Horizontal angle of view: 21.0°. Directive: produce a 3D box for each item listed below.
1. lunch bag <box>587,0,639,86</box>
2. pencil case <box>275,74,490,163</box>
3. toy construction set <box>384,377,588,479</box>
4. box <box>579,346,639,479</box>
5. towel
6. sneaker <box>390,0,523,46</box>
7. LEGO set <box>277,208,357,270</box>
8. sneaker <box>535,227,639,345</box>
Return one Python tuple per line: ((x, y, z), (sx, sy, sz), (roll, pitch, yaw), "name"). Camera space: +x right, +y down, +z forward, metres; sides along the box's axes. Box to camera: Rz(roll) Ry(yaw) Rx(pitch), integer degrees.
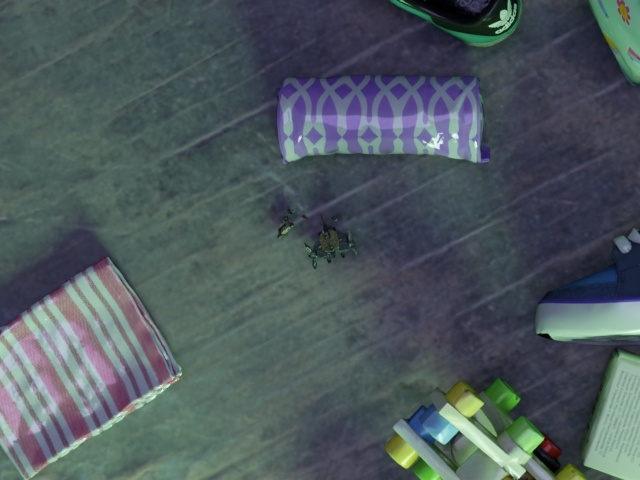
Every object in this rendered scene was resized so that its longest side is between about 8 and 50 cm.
((0.293, -0.289, 1.522), (0.160, 0.223, 0.262), (-24, 87, 1), "lunch bag")
((0.055, -0.110, 1.623), (0.206, 0.086, 0.088), (0, 125, 9), "pencil case")
((0.199, 0.260, 1.545), (0.151, 0.215, 0.328), (-32, 87, 7), "toy construction set")
((0.384, 0.193, 1.584), (0.275, 0.094, 0.113), (20, 93, 5), "box")
((-0.250, 0.126, 1.687), (0.197, 0.029, 0.144), (-34, 86, 6), "towel")
((0.058, -0.287, 1.599), (0.302, 0.121, 0.108), (32, 94, 5), "sneaker")
((0.000, -0.003, 1.664), (0.083, 0.023, 0.054), (41, 93, 18), "LEGO set")
((0.347, -0.034, 1.580), (0.322, 0.130, 0.236), (-7, 80, 12), "sneaker")
